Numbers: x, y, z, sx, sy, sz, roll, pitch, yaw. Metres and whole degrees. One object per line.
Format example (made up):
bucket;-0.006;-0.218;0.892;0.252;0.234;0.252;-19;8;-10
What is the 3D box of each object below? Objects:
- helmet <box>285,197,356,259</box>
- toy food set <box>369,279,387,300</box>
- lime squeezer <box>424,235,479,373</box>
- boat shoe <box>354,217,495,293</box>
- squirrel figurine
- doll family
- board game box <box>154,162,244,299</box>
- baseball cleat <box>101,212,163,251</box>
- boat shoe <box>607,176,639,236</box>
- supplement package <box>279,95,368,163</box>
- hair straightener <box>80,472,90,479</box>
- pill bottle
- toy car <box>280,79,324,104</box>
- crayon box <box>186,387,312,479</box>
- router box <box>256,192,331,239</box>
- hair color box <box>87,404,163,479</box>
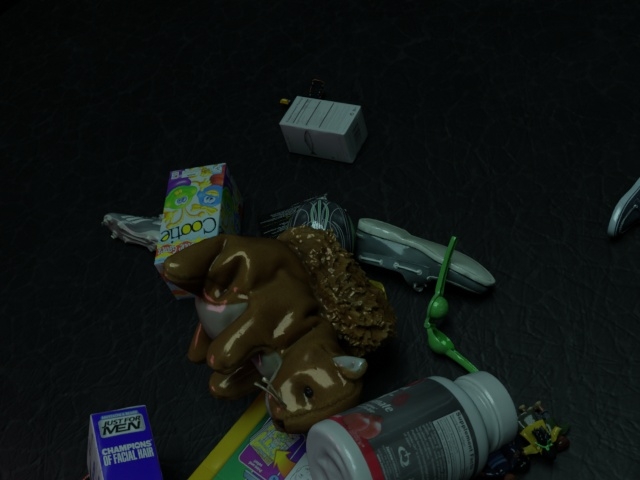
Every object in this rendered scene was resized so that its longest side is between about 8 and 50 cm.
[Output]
helmet;0.000;0.000;1.695;0.170;0.161;0.169;0;43;0
toy food set;0.051;0.150;1.653;0.128;0.071;0.217;14;58;26
lime squeezer;0.249;0.152;1.563;0.110;0.059;0.310;-27;67;44
boat shoe;0.210;0.052;1.691;0.320;0.116;0.099;25;106;23
squirrel figurine;-0.023;0.155;1.436;0.397;0.281;0.370;-27;47;-31
doll family;0.351;0.359;1.401;0.193;0.076;0.111;-32;55;-4
board game box;-0.272;-0.023;1.840;0.145;0.142;0.275;-8;51;10
baseball cleat;-0.427;-0.033;1.955;0.206;0.072;0.109;24;48;26
boat shoe;0.665;-0.067;1.648;0.083;0.065;0.183;27;63;34
supplement package;0.009;-0.273;1.982;0.179;0.105;0.105;13;57;26
hair straightener;-0.463;0.513;1.527;0.230;0.047;0.089;-37;52;-21
pill bottle;0.152;0.321;1.281;0.319;0.176;0.176;-16;46;-26
toy car;-0.047;-0.396;2.132;0.122;0.060;0.040;-3;20;6
crayon box;-0.033;0.459;1.409;0.363;0.106;0.313;27;65;31
router box;-0.048;-0.023;1.837;0.179;0.046;0.133;-18;50;2
hair color box;-0.325;0.482;1.396;0.110;0.185;0.338;-7;51;-24
